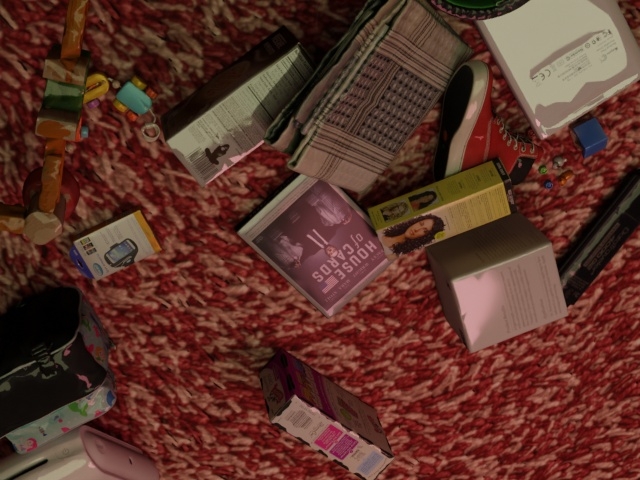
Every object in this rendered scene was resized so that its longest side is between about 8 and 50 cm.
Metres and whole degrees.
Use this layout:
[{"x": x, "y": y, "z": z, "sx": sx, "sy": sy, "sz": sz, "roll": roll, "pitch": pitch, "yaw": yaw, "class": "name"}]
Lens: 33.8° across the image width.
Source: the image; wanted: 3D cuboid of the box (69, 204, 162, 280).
[{"x": -0.337, "y": 0.008, "z": 1.710, "sx": 0.136, "sy": 0.028, "sz": 0.081, "roll": -24, "pitch": 116, "yaw": 2, "class": "box"}]

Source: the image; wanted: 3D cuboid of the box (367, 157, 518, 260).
[{"x": 0.201, "y": -0.050, "z": 1.724, "sx": 0.232, "sy": 0.058, "sz": 0.087, "roll": -22, "pitch": 139, "yaw": 4, "class": "box"}]

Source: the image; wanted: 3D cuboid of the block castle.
[{"x": -0.466, "y": -0.240, "z": 1.466, "sx": 0.303, "sy": 0.213, "sz": 0.453, "roll": 9, "pitch": 111, "yaw": -13, "class": "block castle"}]

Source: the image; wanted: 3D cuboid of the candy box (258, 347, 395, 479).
[{"x": 0.008, "y": 0.306, "z": 1.839, "sx": 0.233, "sy": 0.159, "sz": 0.071, "roll": 35, "pitch": 103, "yaw": -22, "class": "candy box"}]

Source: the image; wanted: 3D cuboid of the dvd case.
[{"x": 0.000, "y": 0.000, "z": 1.777, "sx": 0.179, "sy": 0.029, "sz": 0.239, "roll": -42, "pitch": 114, "yaw": 8, "class": "dvd case"}]

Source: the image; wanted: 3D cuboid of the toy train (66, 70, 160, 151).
[{"x": -0.330, "y": -0.201, "z": 1.614, "sx": 0.166, "sy": 0.046, "sz": 0.125, "roll": 0, "pitch": 114, "yaw": -8, "class": "toy train"}]

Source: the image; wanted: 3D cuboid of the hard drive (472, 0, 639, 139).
[{"x": 0.365, "y": -0.350, "z": 1.678, "sx": 0.210, "sy": 0.040, "sz": 0.318, "roll": -32, "pitch": 109, "yaw": 3, "class": "hard drive"}]

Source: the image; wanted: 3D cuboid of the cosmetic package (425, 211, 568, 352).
[{"x": 0.299, "y": 0.069, "z": 1.802, "sx": 0.184, "sy": 0.151, "sz": 0.151, "roll": -20, "pitch": 115, "yaw": -4, "class": "cosmetic package"}]

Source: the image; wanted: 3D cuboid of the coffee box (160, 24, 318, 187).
[{"x": -0.116, "y": -0.206, "z": 1.603, "sx": 0.246, "sy": 0.141, "sz": 0.098, "roll": -36, "pitch": 115, "yaw": 3, "class": "coffee box"}]

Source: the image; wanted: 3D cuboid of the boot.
[{"x": 0.289, "y": -0.188, "z": 1.710, "sx": 0.176, "sy": 0.088, "sz": 0.244, "roll": -4, "pitch": 134, "yaw": -12, "class": "boot"}]

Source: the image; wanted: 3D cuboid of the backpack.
[{"x": -0.435, "y": 0.191, "z": 1.645, "sx": 0.225, "sy": 0.253, "sz": 0.191, "roll": -27, "pitch": 120, "yaw": -1, "class": "backpack"}]

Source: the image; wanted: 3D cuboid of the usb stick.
[{"x": 0.504, "y": -0.002, "z": 1.875, "sx": 0.077, "sy": 0.045, "sz": 0.278, "roll": 29, "pitch": 104, "yaw": -29, "class": "usb stick"}]

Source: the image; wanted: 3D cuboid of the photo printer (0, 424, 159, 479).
[{"x": -0.434, "y": 0.412, "z": 1.733, "sx": 0.256, "sy": 0.107, "sz": 0.307, "roll": -29, "pitch": 155, "yaw": 3, "class": "photo printer"}]

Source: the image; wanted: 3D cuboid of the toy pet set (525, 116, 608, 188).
[{"x": 0.425, "y": -0.151, "z": 1.782, "sx": 0.114, "sy": 0.065, "sz": 0.122, "roll": -27, "pitch": 116, "yaw": 0, "class": "toy pet set"}]

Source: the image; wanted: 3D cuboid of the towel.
[{"x": 0.087, "y": -0.217, "z": 1.590, "sx": 0.312, "sy": 0.056, "sz": 0.324, "roll": -51, "pitch": 152, "yaw": 11, "class": "towel"}]

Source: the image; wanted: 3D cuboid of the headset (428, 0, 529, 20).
[{"x": 0.205, "y": -0.519, "z": 1.534, "sx": 0.243, "sy": 0.185, "sz": 0.394, "roll": -25, "pitch": 123, "yaw": 4, "class": "headset"}]
